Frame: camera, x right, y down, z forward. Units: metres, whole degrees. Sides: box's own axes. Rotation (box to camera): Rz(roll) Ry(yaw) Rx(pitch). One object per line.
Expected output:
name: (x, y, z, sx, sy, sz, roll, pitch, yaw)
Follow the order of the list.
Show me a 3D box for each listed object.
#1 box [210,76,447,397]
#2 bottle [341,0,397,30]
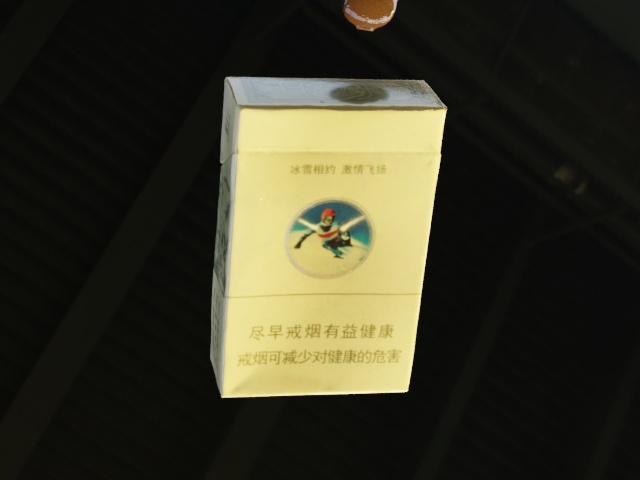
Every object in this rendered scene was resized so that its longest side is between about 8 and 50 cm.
box: (0.000, 0.000, 1.044, 0.164, 0.069, 0.256, 0, -64, -12)
bottle: (0.046, -0.241, 1.099, 0.060, 0.060, 0.164, 28, -140, -19)
